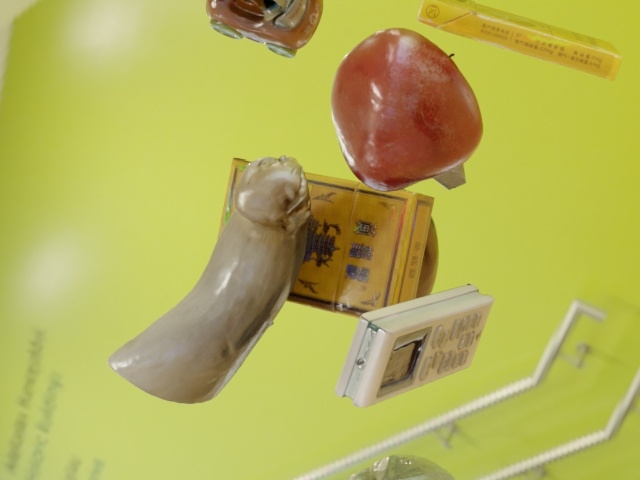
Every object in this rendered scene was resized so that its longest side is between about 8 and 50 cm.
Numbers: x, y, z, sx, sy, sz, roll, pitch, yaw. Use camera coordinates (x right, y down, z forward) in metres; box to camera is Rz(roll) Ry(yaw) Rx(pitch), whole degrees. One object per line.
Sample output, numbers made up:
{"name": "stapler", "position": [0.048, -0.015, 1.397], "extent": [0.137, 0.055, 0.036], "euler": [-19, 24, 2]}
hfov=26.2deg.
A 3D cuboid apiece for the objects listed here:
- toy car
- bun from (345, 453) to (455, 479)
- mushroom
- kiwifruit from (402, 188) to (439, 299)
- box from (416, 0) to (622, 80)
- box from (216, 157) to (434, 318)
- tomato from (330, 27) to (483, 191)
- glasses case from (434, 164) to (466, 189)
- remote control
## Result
{"name": "toy car", "position": [-0.112, -0.456, 2.569], "extent": [0.235, 0.235, 0.145], "euler": [68, -136, -82]}
{"name": "bun", "position": [0.103, 0.381, 1.899], "extent": [0.195, 0.195, 0.118], "euler": [-62, -26, -24]}
{"name": "mushroom", "position": [-0.119, 0.055, 1.898], "extent": [0.177, 0.126, 0.397], "euler": [15, -62, -45]}
{"name": "kiwifruit", "position": [0.099, 0.022, 2.220], "extent": [0.234, 0.196, 0.196], "euler": [-97, 20, -44]}
{"name": "box", "position": [0.263, -0.278, 1.837], "extent": [0.152, 0.269, 0.043], "euler": [-65, -9, -75]}
{"name": "box", "position": [0.000, 0.000, 2.000], "extent": [0.084, 0.302, 0.192], "euler": [3, -81, -64]}
{"name": "tomato", "position": [0.075, -0.127, 1.449], "extent": [0.166, 0.174, 0.082], "euler": [-18, 25, 30]}
{"name": "glasses case", "position": [0.223, -0.199, 2.520], "extent": [0.071, 0.047, 0.205], "euler": [30, -133, -50]}
{"name": "remote control", "position": [0.122, 0.126, 1.676], "extent": [0.277, 0.055, 0.103], "euler": [-11, -57, -57]}
